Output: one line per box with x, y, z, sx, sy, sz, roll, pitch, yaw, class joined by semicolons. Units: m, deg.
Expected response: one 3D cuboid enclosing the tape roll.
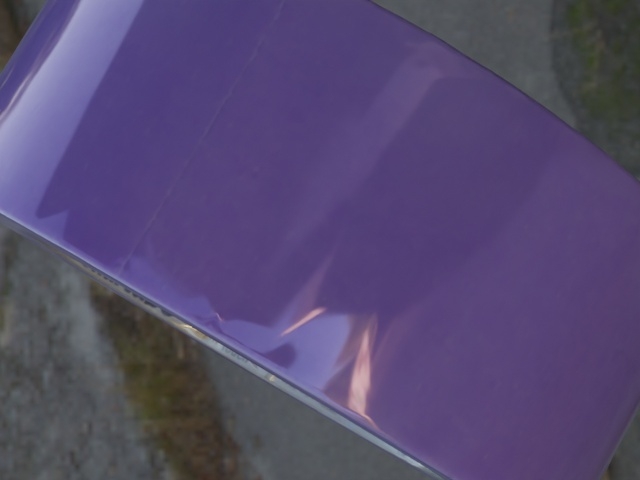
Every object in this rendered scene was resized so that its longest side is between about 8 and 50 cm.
0.000;0.000;0.397;0.080;0.189;0.189;-59;27;-6;tape roll
